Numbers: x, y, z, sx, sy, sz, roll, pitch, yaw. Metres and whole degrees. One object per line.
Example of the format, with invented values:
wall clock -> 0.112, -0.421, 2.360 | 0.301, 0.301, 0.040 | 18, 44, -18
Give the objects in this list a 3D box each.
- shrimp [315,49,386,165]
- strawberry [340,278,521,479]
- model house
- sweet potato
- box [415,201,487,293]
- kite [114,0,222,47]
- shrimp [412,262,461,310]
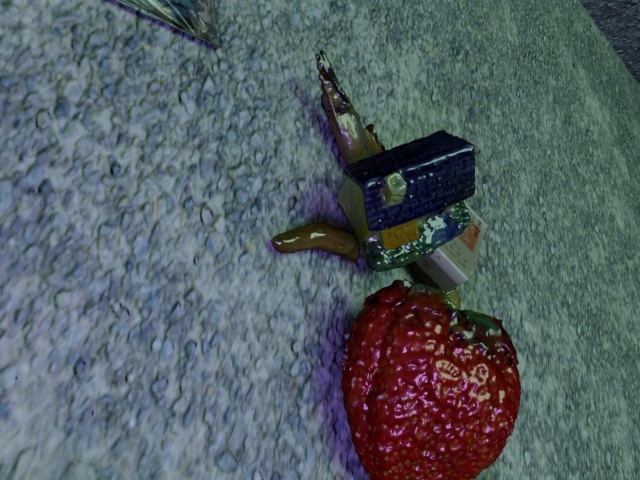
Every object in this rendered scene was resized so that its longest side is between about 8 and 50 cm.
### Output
shrimp -> 0.046, -0.212, 0.992 | 0.262, 0.066, 0.117 | 65, 27, -24
strawberry -> 0.141, 0.217, 0.804 | 0.238, 0.250, 0.288 | 29, 81, -41
model house -> 0.148, -0.066, 0.865 | 0.194, 0.211, 0.170 | -20, 79, -8
sweet potato -> -0.001, -0.002, 0.871 | 0.182, 0.054, 0.053 | 7, 64, -40
box -> 0.234, -0.013, 1.062 | 0.141, 0.058, 0.201 | 46, 39, -5
kite -> -0.260, -0.436, 0.816 | 0.368, 0.014, 0.406 | 53, 47, -14
shrimp -> 0.210, 0.104, 1.053 | 0.162, 0.045, 0.095 | 42, 71, -30
